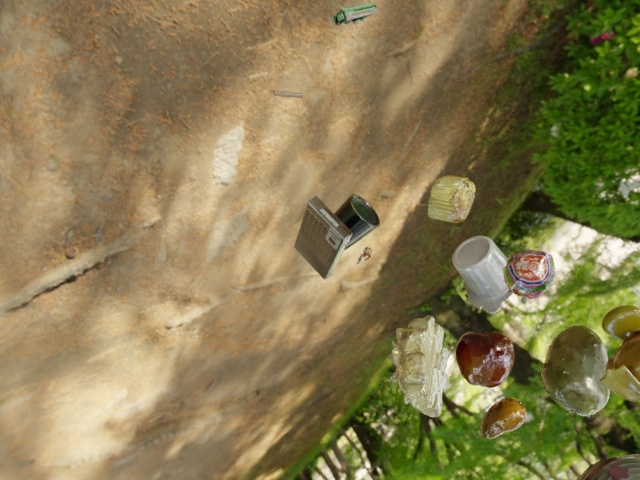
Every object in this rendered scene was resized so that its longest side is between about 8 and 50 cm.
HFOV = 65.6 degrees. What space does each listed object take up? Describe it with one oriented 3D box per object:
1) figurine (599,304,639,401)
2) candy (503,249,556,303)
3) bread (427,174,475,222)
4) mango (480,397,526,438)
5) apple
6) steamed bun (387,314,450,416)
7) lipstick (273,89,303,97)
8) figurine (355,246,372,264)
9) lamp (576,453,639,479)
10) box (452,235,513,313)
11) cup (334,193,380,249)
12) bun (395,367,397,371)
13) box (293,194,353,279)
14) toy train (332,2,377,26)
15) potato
[{"bbox_3d":[0.717,0.253,1.073,0.215,0.215,0.228,-56,-178,34],"label":"figurine"},{"bbox_3d":[0.542,0.120,1.301,0.124,0.124,0.365,-37,154,5],"label":"candy"},{"bbox_3d":[0.494,-0.154,1.847,0.250,0.133,0.178,0,107,-64],"label":"bread"},{"bbox_3d":[0.530,0.516,1.454,0.105,0.084,0.159,-17,157,-47],"label":"mango"},{"bbox_3d":[0.476,0.344,1.440,0.156,0.158,0.147,9,165,0],"label":"apple"},{"bbox_3d":[0.288,0.372,1.468,0.137,0.291,0.295,-8,-173,27],"label":"steamed bun"},{"bbox_3d":[-0.103,-0.468,1.590,0.094,0.018,0.019,6,145,1],"label":"lipstick"},{"bbox_3d":[0.198,0.075,2.263,0.109,0.047,0.064,-48,-167,-32],"label":"figurine"},{"bbox_3d":[0.752,0.650,1.210,0.266,0.233,0.233,-22,149,-10],"label":"lamp"},{"bbox_3d":[0.657,0.126,2.029,0.263,0.291,0.206,-20,124,39],"label":"box"},{"bbox_3d":[0.141,-0.068,2.025,0.177,0.166,0.240,-43,159,28],"label":"cup"},{"bbox_3d":[0.285,0.414,1.624,0.115,0.069,0.115,-42,160,-19],"label":"bun"},{"bbox_3d":[0.001,0.001,1.726,0.047,0.180,0.324,-36,164,-27],"label":"box"},{"bbox_3d":[0.103,-0.681,1.500,0.148,0.038,0.071,-29,-166,-33],"label":"toy train"},{"bbox_3d":[0.839,0.418,1.633,0.307,0.210,0.173,-59,170,-35],"label":"potato"}]
